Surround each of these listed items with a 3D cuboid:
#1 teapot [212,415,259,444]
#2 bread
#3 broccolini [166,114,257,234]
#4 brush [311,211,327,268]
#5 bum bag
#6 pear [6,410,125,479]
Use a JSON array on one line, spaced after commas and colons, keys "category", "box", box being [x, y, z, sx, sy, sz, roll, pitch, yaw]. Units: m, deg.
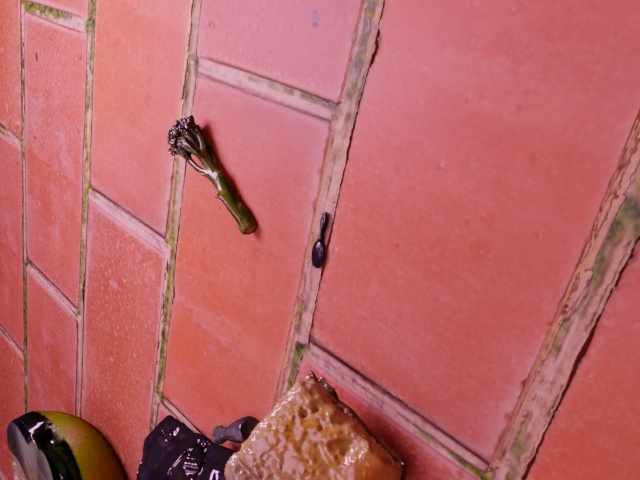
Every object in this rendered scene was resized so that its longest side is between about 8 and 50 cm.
[{"category": "teapot", "box": [-0.147, 0.326, 0.912, 0.111, 0.043, 0.043, -30, 79, 46]}, {"category": "bread", "box": [-0.012, 0.323, 0.711, 0.204, 0.162, 0.262, 38, 137, 17]}, {"category": "broccolini", "box": [-0.173, -0.097, 0.831, 0.067, 0.058, 0.216, -42, 71, 36]}, {"category": "brush", "box": [0.000, 0.000, 0.728, 0.024, 0.008, 0.083, 29, 118, 38]}, {"category": "bum bag", "box": [-0.231, 0.415, 0.963, 0.310, 0.074, 0.137, 4, 62, 43]}, {"category": "pear", "box": [-0.583, 0.576, 1.273, 0.399, 0.165, 0.399, 10, 106, 41]}]
